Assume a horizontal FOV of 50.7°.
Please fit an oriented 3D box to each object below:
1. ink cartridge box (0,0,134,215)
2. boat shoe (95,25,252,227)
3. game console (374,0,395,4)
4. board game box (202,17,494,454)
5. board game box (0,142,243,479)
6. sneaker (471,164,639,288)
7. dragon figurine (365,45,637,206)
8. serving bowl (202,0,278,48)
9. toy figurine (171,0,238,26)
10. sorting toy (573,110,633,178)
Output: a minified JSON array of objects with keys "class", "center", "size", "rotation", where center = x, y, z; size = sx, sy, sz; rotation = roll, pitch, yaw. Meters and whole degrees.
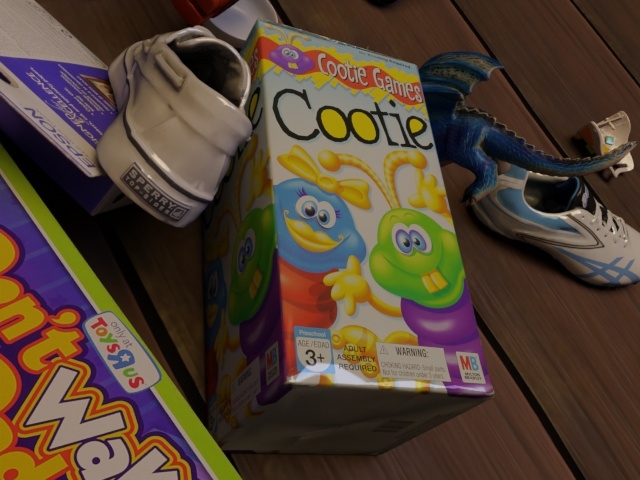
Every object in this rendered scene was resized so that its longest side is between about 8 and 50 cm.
[{"class":"ink cartridge box","center":[-0.191,-0.104,0.444],"size":[0.206,0.045,0.208],"rotation":[43,11,-1]},{"class":"boat shoe","center":[-0.084,-0.097,0.453],"size":[0.095,0.084,0.258],"rotation":[39,14,-31]},{"class":"game console","center":[0.059,-0.451,0.903],"size":[0.250,0.173,0.293],"rotation":[-44,86,-10]},{"class":"board game box","center":[0.000,0.000,0.495],"size":[0.142,0.144,0.275],"rotation":[9,56,-25]},{"class":"board game box","center":[-0.219,0.067,0.308],"size":[0.233,0.078,0.347],"rotation":[-23,58,-38]},{"class":"sneaker","center":[0.271,-0.017,0.704],"size":[0.237,0.086,0.085],"rotation":[21,50,-19]},{"class":"dragon figurine","center":[0.112,-0.113,0.598],"size":[0.085,0.289,0.144],"rotation":[-38,121,-39]},{"class":"serving bowl","center":[-0.085,-0.219,0.665],"size":[0.083,0.027,0.083],"rotation":[15,54,-22]},{"class":"toy figurine","center":[-0.126,-0.310,0.567],"size":[0.209,0.213,0.148],"rotation":[21,51,23]},{"class":"sorting toy","center":[0.366,-0.116,0.855],"size":[0.083,0.045,0.075],"rotation":[-21,79,-38]}]
